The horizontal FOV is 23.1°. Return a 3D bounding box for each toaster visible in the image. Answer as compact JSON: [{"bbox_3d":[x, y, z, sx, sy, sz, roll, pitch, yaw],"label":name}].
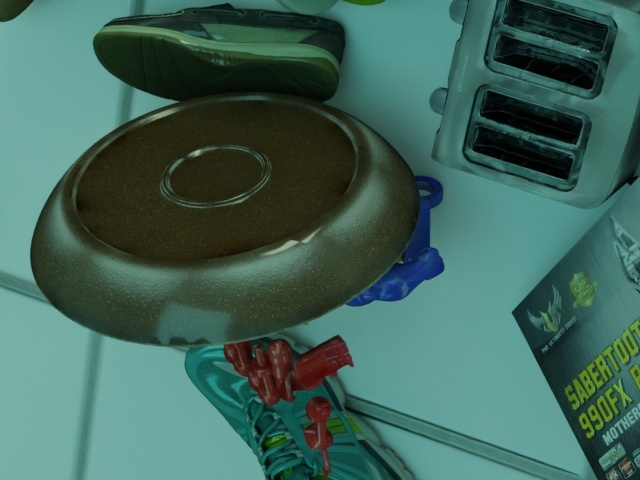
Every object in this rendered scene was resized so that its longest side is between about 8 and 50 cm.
[{"bbox_3d":[0.186,-0.124,1.226,0.185,0.110,0.168,20,114,17],"label":"toaster"}]

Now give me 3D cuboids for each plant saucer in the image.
[{"bbox_3d":[-0.079,-0.035,1.223,0.310,0.310,0.050,7,128,22],"label":"plant saucer"}]

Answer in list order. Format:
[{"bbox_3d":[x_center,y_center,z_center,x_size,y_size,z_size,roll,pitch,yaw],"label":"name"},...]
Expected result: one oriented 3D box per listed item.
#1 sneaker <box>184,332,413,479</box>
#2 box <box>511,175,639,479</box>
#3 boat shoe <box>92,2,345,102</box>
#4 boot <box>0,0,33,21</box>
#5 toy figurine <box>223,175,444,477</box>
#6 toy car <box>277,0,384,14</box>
[{"bbox_3d":[-0.018,0.183,1.415,0.275,0.110,0.107,43,118,7],"label":"sneaker"},{"bbox_3d":[0.260,0.068,1.204,0.231,0.056,0.183,-53,54,47],"label":"box"},{"bbox_3d":[-0.084,-0.167,1.356,0.223,0.073,0.080,8,143,17],"label":"boat shoe"},{"bbox_3d":[-0.183,-0.264,1.357,0.305,0.112,0.115,-34,101,27],"label":"boot"},{"bbox_3d":[0.000,0.000,1.345,0.362,0.217,0.191,46,157,47],"label":"toy figurine"},{"bbox_3d":[0.005,-0.274,1.249,0.182,0.136,0.159,43,155,-21],"label":"toy car"}]
